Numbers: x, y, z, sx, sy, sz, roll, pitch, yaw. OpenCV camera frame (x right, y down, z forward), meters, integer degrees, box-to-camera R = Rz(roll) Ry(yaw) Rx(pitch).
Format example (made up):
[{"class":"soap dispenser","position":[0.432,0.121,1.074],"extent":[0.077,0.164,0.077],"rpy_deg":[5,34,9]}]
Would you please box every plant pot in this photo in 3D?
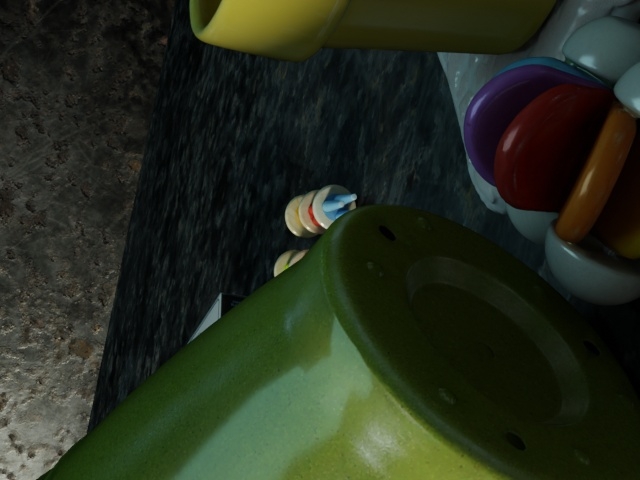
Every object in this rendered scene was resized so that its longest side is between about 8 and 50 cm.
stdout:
[{"class":"plant pot","position":[0.050,-0.243,0.826],"extent":[0.254,0.239,0.254],"rpy_deg":[-168,90,-74]},{"class":"plant pot","position":[0.015,0.178,0.734],"extent":[0.353,0.367,0.366],"rpy_deg":[-53,29,28]}]

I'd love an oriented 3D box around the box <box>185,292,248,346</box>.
[{"class":"box","position":[-0.117,0.233,1.423],"extent":[0.169,0.087,0.290],"rpy_deg":[127,150,-52]}]

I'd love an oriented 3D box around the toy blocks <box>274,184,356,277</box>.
[{"class":"toy blocks","position":[0.000,0.000,1.279],"extent":[0.148,0.054,0.123],"rpy_deg":[169,113,-70]}]

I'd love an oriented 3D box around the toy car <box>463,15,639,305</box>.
[{"class":"toy car","position":[0.159,-0.059,0.713],"extent":[0.182,0.136,0.159],"rpy_deg":[-113,38,-60]}]

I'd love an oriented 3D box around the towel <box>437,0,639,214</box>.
[{"class":"towel","position":[0.181,-0.238,0.900],"extent":[0.317,0.053,0.331],"rpy_deg":[-101,28,-49]}]
